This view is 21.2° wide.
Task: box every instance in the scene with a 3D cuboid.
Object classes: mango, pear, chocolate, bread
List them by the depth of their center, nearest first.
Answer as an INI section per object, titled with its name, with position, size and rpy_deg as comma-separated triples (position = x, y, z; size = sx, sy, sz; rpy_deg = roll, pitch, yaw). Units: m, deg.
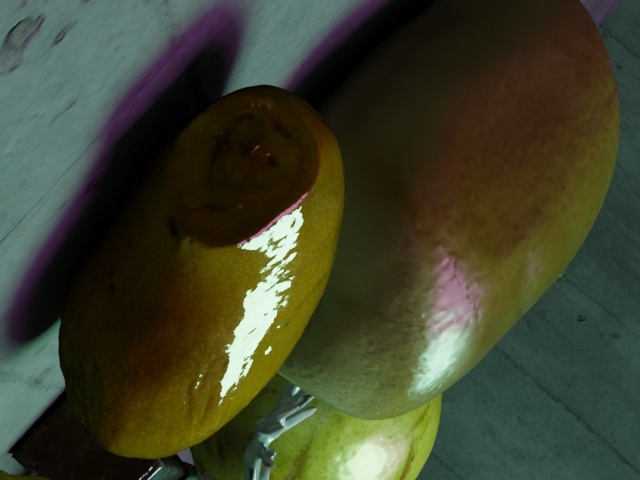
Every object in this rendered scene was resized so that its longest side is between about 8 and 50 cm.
[mango]
position = -0.073, 0.022, 1.104
size = 0.187, 0.144, 0.359
rpy_deg = -47, 173, -44
[bread]
position = 0.088, -0.026, 1.489
size = 0.376, 0.253, 0.348
rpy_deg = -41, 175, -42
[chocolate]
position = -0.194, 0.205, 1.602
size = 0.112, 0.112, 0.321
rpy_deg = -46, 175, -7
[pear]
position = -0.011, 0.177, 1.906
size = 0.314, 0.314, 0.314
rpy_deg = -48, 175, -6

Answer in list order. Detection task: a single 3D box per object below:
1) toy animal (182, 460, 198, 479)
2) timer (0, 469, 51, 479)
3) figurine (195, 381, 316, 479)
[toy animal]
position = -0.239, 0.329, 1.891
size = 0.357, 0.194, 0.258
rpy_deg = -66, 178, -59
[timer]
position = -0.249, 0.223, 1.292
size = 0.107, 0.109, 0.107
rpy_deg = -173, -90, -70
[figurine]
position = -0.072, 0.298, 1.648
size = 0.284, 0.206, 0.316
rpy_deg = -36, -175, 42
